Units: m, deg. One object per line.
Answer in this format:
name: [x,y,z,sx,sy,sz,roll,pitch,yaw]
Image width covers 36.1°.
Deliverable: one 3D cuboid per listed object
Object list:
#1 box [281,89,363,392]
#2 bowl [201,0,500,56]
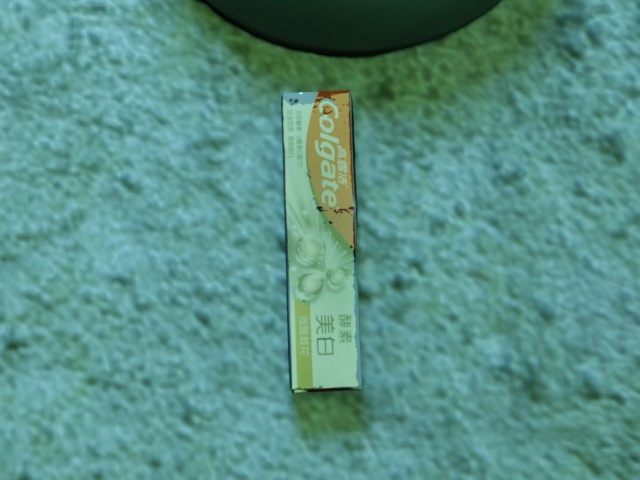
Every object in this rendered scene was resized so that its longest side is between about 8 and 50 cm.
box: [0.000,0.000,0.712,0.055,0.039,0.218,-1,82,-4]
bowl: [0.028,-0.325,0.686,0.354,0.185,0.354,1,82,-5]
